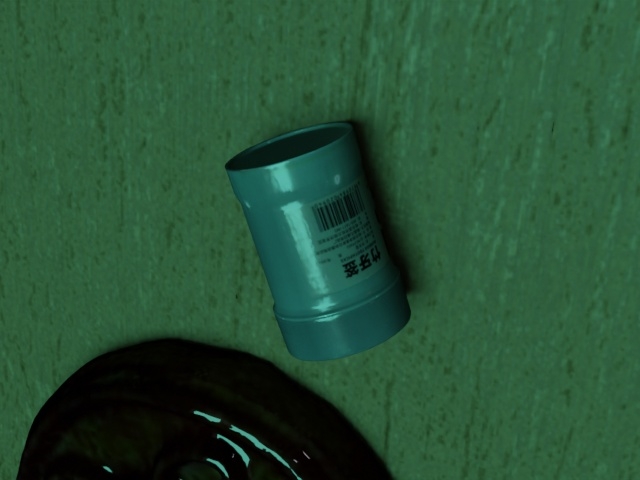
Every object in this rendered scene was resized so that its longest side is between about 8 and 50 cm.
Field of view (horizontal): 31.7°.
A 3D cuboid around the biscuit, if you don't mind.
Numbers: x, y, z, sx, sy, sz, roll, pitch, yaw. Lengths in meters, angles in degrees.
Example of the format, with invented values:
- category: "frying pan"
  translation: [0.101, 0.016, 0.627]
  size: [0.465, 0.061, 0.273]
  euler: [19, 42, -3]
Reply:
- category: "biscuit"
  translation: [-0.110, 0.287, 1.035]
  size: [0.408, 0.091, 0.407]
  euler: [10, 118, 20]

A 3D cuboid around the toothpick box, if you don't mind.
- category: "toothpick box"
  translation: [0.000, 0.000, 0.839]
  size: [0.101, 0.101, 0.153]
  euler: [-8, 109, 28]
